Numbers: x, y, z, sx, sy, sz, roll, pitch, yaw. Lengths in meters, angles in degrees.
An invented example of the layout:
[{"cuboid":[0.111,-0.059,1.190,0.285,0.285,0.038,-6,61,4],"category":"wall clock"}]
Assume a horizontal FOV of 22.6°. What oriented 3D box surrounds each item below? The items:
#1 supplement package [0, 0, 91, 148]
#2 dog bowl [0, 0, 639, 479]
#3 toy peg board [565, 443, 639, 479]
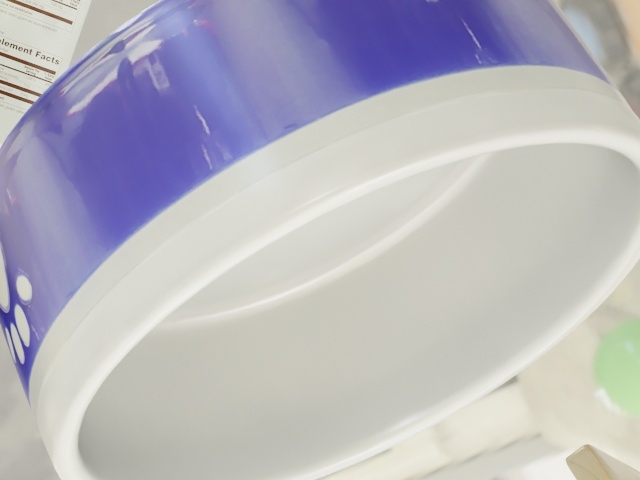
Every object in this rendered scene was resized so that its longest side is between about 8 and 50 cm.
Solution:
[{"cuboid":[-0.263,-0.183,1.186,0.194,0.149,0.203,18,89,68],"category":"supplement package"},{"cuboid":[0.000,0.000,0.649,0.265,0.265,0.104,83,161,-63],"category":"dog bowl"},{"cuboid":[0.175,0.204,0.815,0.161,0.079,0.161,31,-156,-55],"category":"toy peg board"}]
